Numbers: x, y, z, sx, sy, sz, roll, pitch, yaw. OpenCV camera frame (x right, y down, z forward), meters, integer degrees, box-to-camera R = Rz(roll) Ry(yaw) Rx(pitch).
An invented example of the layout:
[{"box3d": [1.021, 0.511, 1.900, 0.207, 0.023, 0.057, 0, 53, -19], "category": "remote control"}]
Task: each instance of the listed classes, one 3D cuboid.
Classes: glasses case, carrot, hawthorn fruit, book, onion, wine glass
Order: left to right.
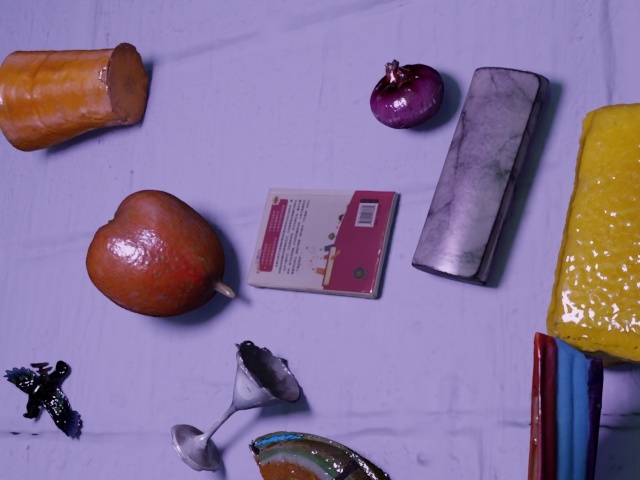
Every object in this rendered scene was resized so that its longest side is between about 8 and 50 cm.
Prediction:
[{"box3d": [-0.446, -0.266, 1.813, 0.254, 0.196, 0.195, -2, 72, 22], "category": "carrot"}, {"box3d": [-0.238, 0.036, 1.545, 0.251, 0.199, 0.199, 26, 88, 23], "category": "hawthorn fruit"}, {"box3d": [-0.127, 0.248, 1.436, 0.183, 0.122, 0.122, -48, 54, 18], "category": "wine glass"}, {"box3d": [0.000, 0.000, 1.490, 0.232, 0.022, 0.162, 3, 73, 35], "category": "book"}, {"box3d": [0.124, -0.216, 1.438, 0.115, 0.104, 0.115, -23, 26, 12], "category": "onion"}, {"box3d": [0.218, -0.091, 1.354, 0.114, 0.060, 0.299, 13, 80, 36], "category": "glasses case"}]

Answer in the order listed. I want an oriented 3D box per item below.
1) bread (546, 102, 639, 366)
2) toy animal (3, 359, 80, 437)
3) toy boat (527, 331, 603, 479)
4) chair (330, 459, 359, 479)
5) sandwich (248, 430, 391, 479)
[{"box3d": [0.443, 0.002, 1.121, 0.333, 0.143, 0.323, 8, 76, 35], "category": "bread"}, {"box3d": [-0.477, 0.259, 1.699, 0.220, 0.062, 0.107, 26, 107, 36], "category": "toy animal"}, {"box3d": [0.260, 0.301, 1.115, 0.080, 0.136, 0.391, 6, 94, 6], "category": "toy boat"}, {"box3d": [-0.018, 0.397, 1.237, 0.229, 0.106, 0.113, -44, 80, 23], "category": "chair"}, {"box3d": [-0.019, 0.334, 1.344, 0.235, 0.079, 0.159, 35, 94, 37], "category": "sandwich"}]
